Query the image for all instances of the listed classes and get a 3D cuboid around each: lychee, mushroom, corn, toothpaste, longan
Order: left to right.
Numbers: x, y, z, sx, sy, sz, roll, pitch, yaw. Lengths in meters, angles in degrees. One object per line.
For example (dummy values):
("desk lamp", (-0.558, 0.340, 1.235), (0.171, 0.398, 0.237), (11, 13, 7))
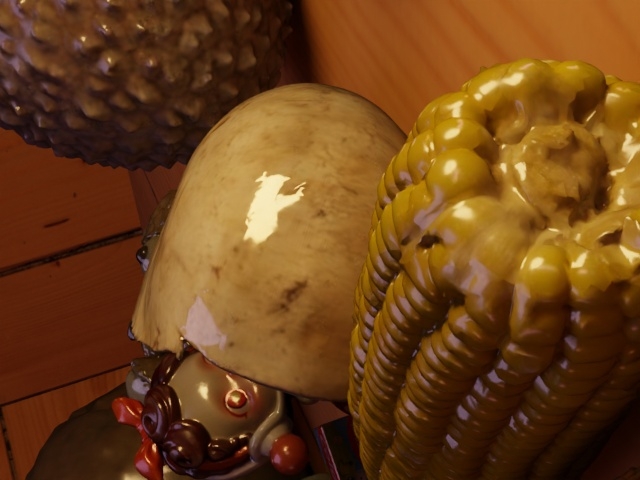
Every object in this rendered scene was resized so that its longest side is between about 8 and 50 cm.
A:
("lychee", (-0.154, -0.194, 0.905), (0.300, 0.300, 0.300), (163, 90, -78))
("longan", (-0.195, 0.359, 1.548), (0.391, 0.391, 0.391), (163, 90, -78))
("mushroom", (0.000, 0.000, 0.744), (0.254, 0.195, 0.188), (-138, 66, -79))
("toothpaste", (0.048, 0.263, 1.142), (0.070, 0.044, 0.193), (128, 123, -74))
("corn", (0.077, 0.056, 0.534), (0.344, 0.131, 0.131), (91, 158, -60))

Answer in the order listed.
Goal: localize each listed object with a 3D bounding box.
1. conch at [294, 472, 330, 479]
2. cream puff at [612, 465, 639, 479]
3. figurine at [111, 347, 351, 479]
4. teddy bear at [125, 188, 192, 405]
("conch", (0.015, 0.345, 1.288), (0.143, 0.137, 0.250), (27, 160, 37))
("cream puff", (0.135, 0.172, 0.434), (0.189, 0.130, 0.189), (166, 90, -76))
("figurine", (-0.065, 0.132, 1.033), (0.160, 0.226, 0.183), (107, 144, -71))
("teddy bear", (-0.136, 0.049, 1.410), (0.267, 0.156, 0.256), (-35, 68, 35))
